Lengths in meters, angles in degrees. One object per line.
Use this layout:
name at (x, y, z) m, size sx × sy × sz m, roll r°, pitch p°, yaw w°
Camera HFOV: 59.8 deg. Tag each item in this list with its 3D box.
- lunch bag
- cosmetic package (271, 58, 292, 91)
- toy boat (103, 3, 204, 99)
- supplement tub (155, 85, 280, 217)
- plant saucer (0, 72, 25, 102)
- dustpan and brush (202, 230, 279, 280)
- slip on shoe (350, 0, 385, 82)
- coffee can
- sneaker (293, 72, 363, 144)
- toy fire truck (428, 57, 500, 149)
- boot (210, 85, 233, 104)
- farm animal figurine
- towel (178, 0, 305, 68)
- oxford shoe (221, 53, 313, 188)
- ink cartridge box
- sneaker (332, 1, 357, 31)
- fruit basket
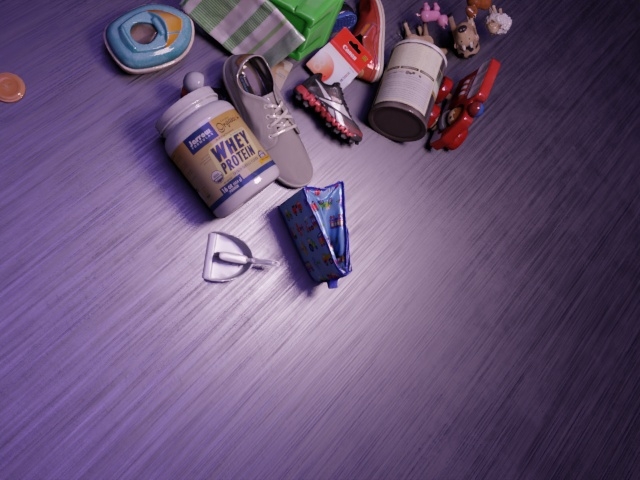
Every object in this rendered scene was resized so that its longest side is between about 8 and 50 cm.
lunch bag at (0.000, 0.000, 1.644) m, size 0.138 × 0.221 × 0.294 m, roll -11°, pitch 84°, yaw -24°
cosmetic package at (-0.140, -0.528, 1.786) m, size 0.060 × 0.041 × 0.115 m, roll 27°, pitch 71°, yaw -17°
toy boat at (-0.443, -0.540, 1.602) m, size 0.267 × 0.148 × 0.318 m, roll -38°, pitch 95°, yaw -24°
supplement tub at (-0.290, -0.247, 1.567) m, size 0.228 × 0.228 × 0.316 m, roll -40°, pitch 96°, yaw -24°
plant saucer at (-0.835, -0.409, 1.486) m, size 0.083 × 0.013 × 0.084 m, roll 5°, pitch 78°, yaw -23°
dustpan and brush at (-0.226, 0.056, 1.626) m, size 0.211 × 0.060 × 0.148 m, roll 11°, pitch 76°, yaw -21°
slip on shoe at (0.155, -0.708, 1.909) m, size 0.101 × 0.123 × 0.332 m, roll 2°, pitch 84°, yaw -18°
coffee can at (0.295, -0.503, 1.877) m, size 0.201 × 0.201 × 0.276 m, roll 25°, pitch 71°, yaw -17°
sneaker at (0.048, -0.432, 1.801) m, size 0.276 × 0.097 × 0.135 m, roll 41°, pitch 93°, yaw -10°
toy fire truck at (0.485, -0.465, 1.921) m, size 0.169 × 0.254 × 0.302 m, roll 32°, pitch 69°, yaw -14°
boot at (-0.289, -0.421, 1.704) m, size 0.099 × 0.045 × 0.121 m, roll -13°, pitch 87°, yaw -30°
farm animal figurine at (0.488, -0.738, 2.002) m, size 0.326 × 0.330 × 0.172 m, roll 2°, pitch 75°, yaw -51°
towel at (-0.235, -0.641, 1.633) m, size 0.325 × 0.247 × 0.038 m, roll 41°, pitch 51°, yaw -22°
oxford shoe at (-0.148, -0.362, 1.688) m, size 0.169 × 0.130 × 0.450 m, roll -36°, pitch 104°, yaw -33°
ink cartridge box at (0.064, -0.588, 1.836) m, size 0.179 × 0.045 × 0.145 m, roll -42°, pitch 99°, yaw 12°
sneaker at (0.003, -0.752, 1.878) m, size 0.232 × 0.081 × 0.091 m, roll -14°, pitch 60°, yaw -17°
fruit basket at (-0.098, -0.790, 1.703) m, size 0.391 × 0.283 × 0.392 m, roll 9°, pitch 59°, yaw -16°
